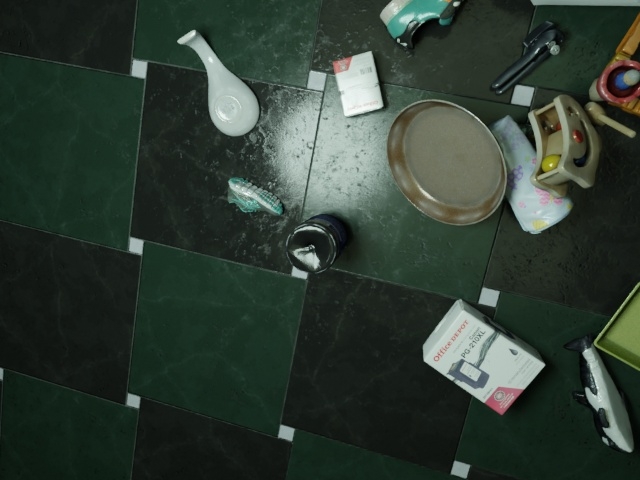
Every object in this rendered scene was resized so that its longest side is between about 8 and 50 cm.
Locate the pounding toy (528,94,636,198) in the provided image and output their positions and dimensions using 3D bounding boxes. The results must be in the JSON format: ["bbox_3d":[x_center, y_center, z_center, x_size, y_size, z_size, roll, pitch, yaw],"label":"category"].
[{"bbox_3d":[0.539,-0.228,1.038,0.154,0.269,0.155,39,147,-15],"label":"pounding toy"}]

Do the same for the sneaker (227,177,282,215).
[{"bbox_3d":[-0.179,-0.103,1.331,0.166,0.065,0.076,30,121,9],"label":"sneaker"}]

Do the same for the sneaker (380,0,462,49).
[{"bbox_3d":[0.289,-0.559,1.120,0.302,0.108,0.121,-34,93,24],"label":"sneaker"}]

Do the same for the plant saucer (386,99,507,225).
[{"bbox_3d":[0.289,-0.180,1.137,0.311,0.050,0.310,33,143,30],"label":"plant saucer"}]

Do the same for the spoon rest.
[{"bbox_3d":[-0.260,-0.404,1.286,0.137,0.084,0.276,-24,108,16],"label":"spoon rest"}]

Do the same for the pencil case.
[{"bbox_3d":[0.448,-0.149,1.122,0.124,0.113,0.273,-39,92,-1],"label":"pencil case"}]

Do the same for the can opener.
[{"bbox_3d":[0.475,-0.410,1.136,0.059,0.073,0.186,28,113,-34],"label":"can opener"}]

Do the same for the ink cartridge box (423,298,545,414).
[{"bbox_3d":[0.402,0.289,1.248,0.237,0.100,0.172,34,105,4],"label":"ink cartridge box"}]

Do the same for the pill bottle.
[{"bbox_3d":[0.000,0.000,1.220,0.123,0.219,0.122,2,101,12],"label":"pill bottle"}]

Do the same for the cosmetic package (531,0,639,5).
[{"bbox_3d":[0.585,-0.571,0.918,0.385,0.156,0.217,26,97,43],"label":"cosmetic package"}]

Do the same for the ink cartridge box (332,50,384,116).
[{"bbox_3d":[0.095,-0.379,1.214,0.099,0.056,0.135,-11,97,14],"label":"ink cartridge box"}]

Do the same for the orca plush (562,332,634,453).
[{"bbox_3d":[0.656,0.378,1.213,0.102,0.151,0.287,-25,98,47],"label":"orca plush"}]

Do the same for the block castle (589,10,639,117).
[{"bbox_3d":[0.825,-0.330,0.986,0.453,0.213,0.303,29,105,6],"label":"block castle"}]

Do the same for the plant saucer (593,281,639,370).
[{"bbox_3d":[0.783,0.213,1.181,0.188,0.045,0.188,30,105,5],"label":"plant saucer"}]

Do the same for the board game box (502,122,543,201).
[{"bbox_3d":[0.501,-0.175,1.180,0.126,0.026,0.186,16,103,9],"label":"board game box"}]
